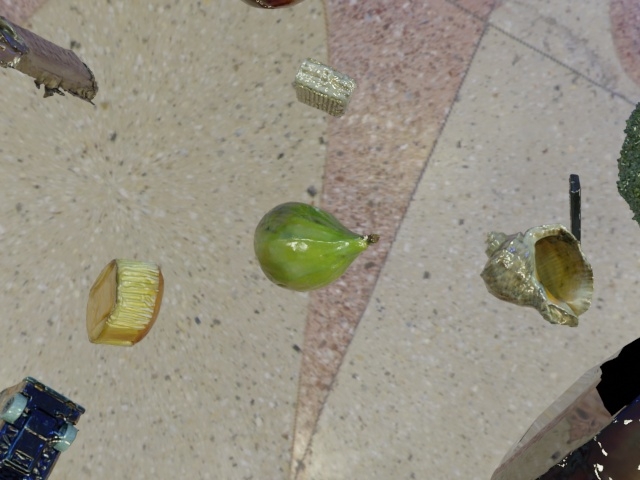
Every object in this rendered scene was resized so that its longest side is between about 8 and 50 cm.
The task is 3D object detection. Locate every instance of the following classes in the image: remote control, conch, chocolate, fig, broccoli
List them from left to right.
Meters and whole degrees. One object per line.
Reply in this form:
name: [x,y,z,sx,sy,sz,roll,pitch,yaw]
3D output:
chocolate: [-0.365,-0.232,1.029,0.102,0.329,0.065,34,95,-3]
fig: [-0.031,0.000,1.899,0.233,0.314,0.233,7,72,-22]
conch: [0.349,0.051,1.266,0.207,0.130,0.155,45,121,6]
remote control: [0.573,-0.049,1.797,0.025,0.063,0.245,-5,140,15]
chocolate: [0.329,0.242,0.819,0.284,0.283,0.186,-40,82,-9]
broccoli: [0.804,-0.162,1.812,0.302,0.249,0.375,-18,87,-42]

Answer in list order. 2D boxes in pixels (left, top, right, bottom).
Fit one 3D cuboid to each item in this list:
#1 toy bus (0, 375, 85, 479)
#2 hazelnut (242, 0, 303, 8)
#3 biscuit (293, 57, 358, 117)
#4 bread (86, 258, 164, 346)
toy bus: [-0.552,0.395,1.393,0.138,0.167,0.275,39,51,-25]
hazelnut: [-0.063,-0.500,1.432,0.181,0.212,0.181,31,85,-26]
biscuit: [0.009,-0.279,1.485,0.108,0.239,0.061,23,93,-2]
bread: [-0.353,0.116,1.452,0.114,0.190,0.132,10,57,-24]
